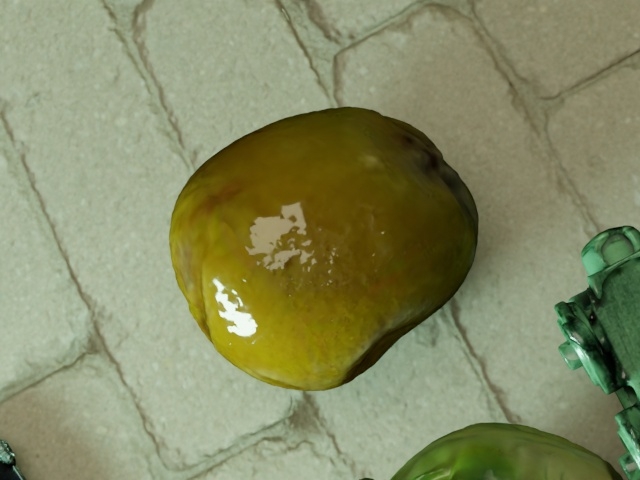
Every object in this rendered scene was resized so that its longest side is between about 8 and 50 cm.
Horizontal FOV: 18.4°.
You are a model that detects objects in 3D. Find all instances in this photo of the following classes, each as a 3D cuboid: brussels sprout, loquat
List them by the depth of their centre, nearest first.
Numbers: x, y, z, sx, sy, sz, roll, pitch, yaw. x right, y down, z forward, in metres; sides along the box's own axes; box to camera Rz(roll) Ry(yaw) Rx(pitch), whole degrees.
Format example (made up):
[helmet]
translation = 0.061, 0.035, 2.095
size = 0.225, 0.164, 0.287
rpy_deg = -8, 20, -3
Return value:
[brussels sprout]
translation = 0.157, 0.300, 1.785
size = 0.294, 0.227, 0.259
rpy_deg = -23, 85, -2
[loquat]
translation = 0.000, 0.000, 1.875
size = 0.284, 0.276, 0.276
rpy_deg = -37, 70, 11

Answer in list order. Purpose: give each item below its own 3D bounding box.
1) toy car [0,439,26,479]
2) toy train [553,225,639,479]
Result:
[toy car]
translation = -0.321, 0.280, 1.984
size = 0.095, 0.056, 0.205
rpy_deg = -37, 66, 1
[toy train]
translation = 0.326, 0.134, 1.781
size = 0.167, 0.238, 0.299
rpy_deg = -27, 68, 5
